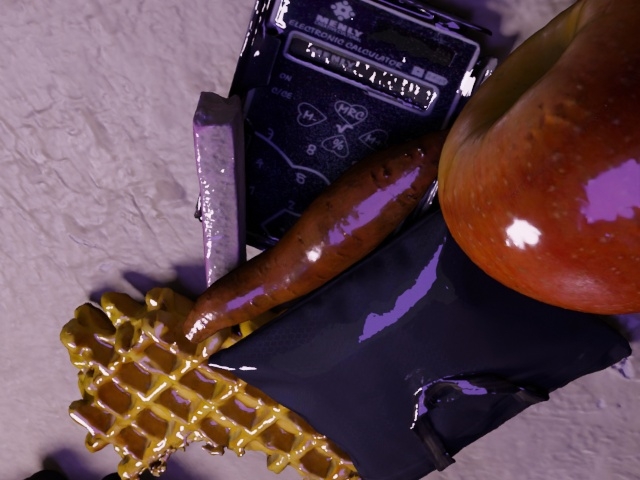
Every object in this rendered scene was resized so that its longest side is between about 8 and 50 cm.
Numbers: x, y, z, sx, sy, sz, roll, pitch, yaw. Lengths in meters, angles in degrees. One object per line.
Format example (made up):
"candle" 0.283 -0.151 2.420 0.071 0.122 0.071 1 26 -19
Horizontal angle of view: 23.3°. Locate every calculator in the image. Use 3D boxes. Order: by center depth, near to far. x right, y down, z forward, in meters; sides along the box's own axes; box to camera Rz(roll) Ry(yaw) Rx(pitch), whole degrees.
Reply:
"calculator" 0.011 -0.074 1.098 0.166 0.028 0.274 22 136 1

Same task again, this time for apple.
"apple" 0.186 -0.052 0.918 0.173 0.210 0.235 40 153 -13

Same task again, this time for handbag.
"handbag" 0.077 0.089 1.169 0.254 0.088 0.211 -35 120 25

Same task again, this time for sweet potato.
"sweet potato" 0.001 0.001 1.101 0.057 0.057 0.264 40 119 -17

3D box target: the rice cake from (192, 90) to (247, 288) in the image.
"rice cake" -0.071 -0.022 1.128 0.036 0.047 0.206 9 138 8

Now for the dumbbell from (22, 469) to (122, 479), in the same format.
"dumbbell" -0.230 0.269 1.475 0.209 0.099 0.099 -2 131 25

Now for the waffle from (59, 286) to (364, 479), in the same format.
"waffle" -0.084 0.143 1.319 0.293 0.069 0.259 7 135 15
